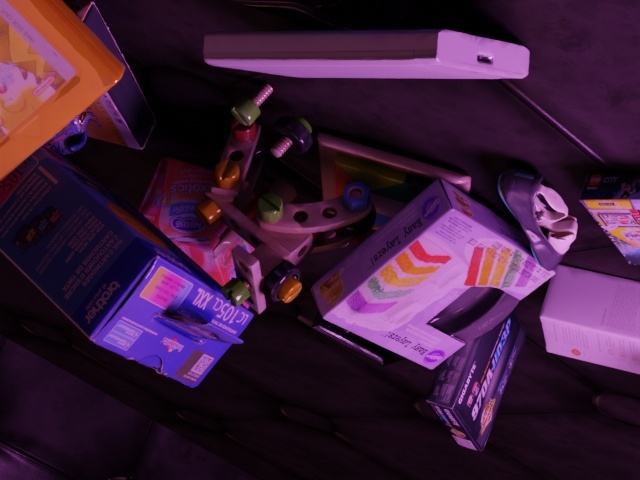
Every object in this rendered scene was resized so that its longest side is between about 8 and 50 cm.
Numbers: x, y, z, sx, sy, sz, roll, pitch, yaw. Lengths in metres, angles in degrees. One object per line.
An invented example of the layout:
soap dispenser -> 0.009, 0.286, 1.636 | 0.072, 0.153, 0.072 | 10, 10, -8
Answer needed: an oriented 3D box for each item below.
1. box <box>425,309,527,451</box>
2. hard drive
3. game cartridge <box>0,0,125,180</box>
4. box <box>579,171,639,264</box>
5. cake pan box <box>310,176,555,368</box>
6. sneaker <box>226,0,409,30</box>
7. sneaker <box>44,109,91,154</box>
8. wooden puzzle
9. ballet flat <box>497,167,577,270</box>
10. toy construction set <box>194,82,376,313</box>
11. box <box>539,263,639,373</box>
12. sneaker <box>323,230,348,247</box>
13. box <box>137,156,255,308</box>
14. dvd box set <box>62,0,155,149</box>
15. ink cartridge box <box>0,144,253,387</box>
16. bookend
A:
box -> 0.250, 0.199, 2.140 | 0.051, 0.220, 0.175 | 12, 155, 30
hard drive -> 0.051, -0.208, 1.521 | 0.307, 0.040, 0.203 | 5, -176, 35
game cartridge -> -0.462, -0.247, 1.742 | 0.285, 0.052, 0.323 | -36, 112, 21
box -> 0.459, -0.025, 1.668 | 0.233, 0.044, 0.159 | 2, 150, 41
cake pan box -> 0.160, 0.055, 1.875 | 0.246, 0.070, 0.267 | -38, 138, 22
sneaker -> -0.008, -0.284, 1.512 | 0.235, 0.084, 0.097 | 16, -175, 15
sneaker -> -0.387, -0.150, 1.975 | 0.087, 0.083, 0.221 | 21, 162, -11
wooden puzzle -> 0.101, -0.058, 1.928 | 0.221, 0.044, 0.238 | 17, 157, 12
ballet flat -> 0.299, -0.024, 1.791 | 0.074, 0.074, 0.203 | 6, 148, 35
toy construction set -> -0.096, -0.016, 1.902 | 0.257, 0.237, 0.309 | 41, 159, -3
box -> 0.416, 0.117, 1.968 | 0.170, 0.091, 0.130 | 13, 156, 20
sneaker -> 0.000, 0.000, 2.164 | 0.057, 0.047, 0.119 | 24, 162, -35
box -> -0.191, 0.006, 2.218 | 0.154, 0.142, 0.300 | 18, 157, 12
dvd box set -> -0.471, -0.273, 1.953 | 0.420, 0.062, 0.307 | 15, 158, 17
ink cartridge box -> -0.277, 0.048, 1.885 | 0.395, 0.151, 0.270 | 41, -178, 32
bookend -> 0.093, 0.143, 2.355 | 0.156, 0.072, 0.157 | 29, 156, -15
